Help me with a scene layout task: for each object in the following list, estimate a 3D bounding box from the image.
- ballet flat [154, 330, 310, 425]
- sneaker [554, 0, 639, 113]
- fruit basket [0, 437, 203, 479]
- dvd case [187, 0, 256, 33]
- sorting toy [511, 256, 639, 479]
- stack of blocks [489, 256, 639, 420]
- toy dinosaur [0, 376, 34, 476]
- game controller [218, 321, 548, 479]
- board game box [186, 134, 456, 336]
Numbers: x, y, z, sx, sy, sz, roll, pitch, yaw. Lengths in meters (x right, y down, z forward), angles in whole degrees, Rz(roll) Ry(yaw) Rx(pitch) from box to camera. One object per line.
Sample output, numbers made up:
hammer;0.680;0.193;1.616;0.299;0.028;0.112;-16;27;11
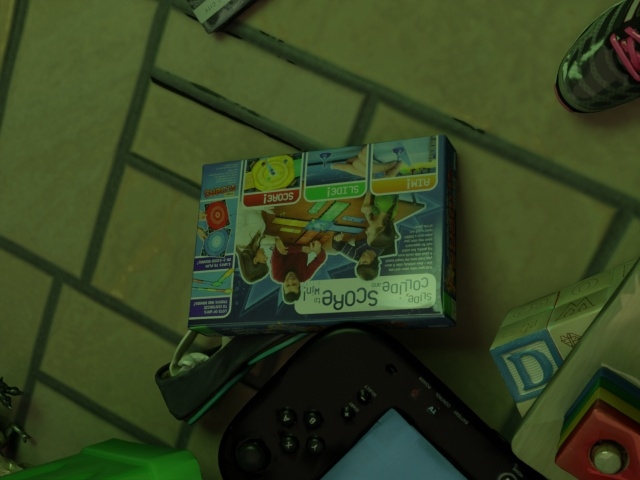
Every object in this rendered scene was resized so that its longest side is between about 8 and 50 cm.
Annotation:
ballet flat;-0.066;0.080;0.713;0.203;0.074;0.074;-39;88;28
sneaker;0.220;-0.134;0.538;0.170;0.075;0.063;-29;92;26
fruit basket;-0.118;0.351;0.706;0.283;0.392;0.392;-16;99;58
dvd case;-0.081;-0.293;0.644;0.165;0.018;0.221;-31;92;25
sorting toy;0.275;0.106;0.475;0.256;0.089;0.257;33;113;10
stack of blocks;0.286;0.079;0.563;0.297;0.087;0.171;-25;94;25
toy dinosaur;-0.346;0.143;0.846;0.268;0.064;0.118;49;122;6
game controller;0.081;0.205;0.597;0.319;0.067;0.166;44;111;4
board game box;0.000;0.000;0.647;0.201;0.035;0.136;-4;71;23
